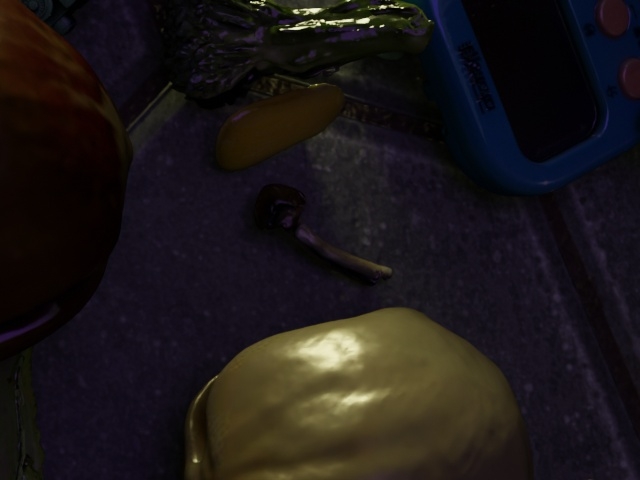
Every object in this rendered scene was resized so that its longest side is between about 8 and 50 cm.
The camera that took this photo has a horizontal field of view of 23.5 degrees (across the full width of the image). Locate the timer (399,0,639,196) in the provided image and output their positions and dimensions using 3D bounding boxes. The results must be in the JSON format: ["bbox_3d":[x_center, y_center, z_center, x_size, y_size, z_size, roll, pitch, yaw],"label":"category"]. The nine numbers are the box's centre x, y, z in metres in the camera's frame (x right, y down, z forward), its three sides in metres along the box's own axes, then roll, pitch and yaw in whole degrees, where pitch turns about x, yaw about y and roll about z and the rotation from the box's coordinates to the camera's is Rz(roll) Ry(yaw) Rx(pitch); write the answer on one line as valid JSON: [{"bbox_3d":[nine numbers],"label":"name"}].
[{"bbox_3d":[0.253,-0.239,1.858,0.309,0.115,0.340,-28,102,-26],"label":"timer"}]

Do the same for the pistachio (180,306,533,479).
[{"bbox_3d":[0.031,0.253,1.589,0.365,0.281,0.445,43,51,5],"label":"pistachio"}]

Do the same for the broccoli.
[{"bbox_3d":[-0.025,-0.235,1.723,0.304,0.145,0.164,-1,69,1],"label":"broccoli"}]

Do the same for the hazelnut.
[{"bbox_3d":[-0.386,-0.089,1.433,0.402,0.402,0.429,-2,37,-21],"label":"hazelnut"}]

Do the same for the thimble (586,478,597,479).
[{"bbox_3d":[0.280,0.363,1.697,0.189,0.163,0.125,-41,93,-25],"label":"thimble"}]

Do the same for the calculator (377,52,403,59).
[{"bbox_3d":[0.112,-0.347,1.904,0.184,0.042,0.295,31,64,-10],"label":"calculator"}]

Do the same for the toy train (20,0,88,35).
[{"bbox_3d":[-0.318,-0.308,1.693,0.099,0.070,0.172,-41,91,10],"label":"toy train"}]

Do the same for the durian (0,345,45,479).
[{"bbox_3d":[-0.327,0.273,1.488,0.158,0.169,0.355,-2,76,-24],"label":"durian"}]

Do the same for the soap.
[{"bbox_3d":[-0.049,-0.131,1.763,0.168,0.089,0.033,-22,54,-31],"label":"soap"}]

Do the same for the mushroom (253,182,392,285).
[{"bbox_3d":[0.000,0.000,1.762,0.187,0.061,0.060,37,79,-20],"label":"mushroom"}]
